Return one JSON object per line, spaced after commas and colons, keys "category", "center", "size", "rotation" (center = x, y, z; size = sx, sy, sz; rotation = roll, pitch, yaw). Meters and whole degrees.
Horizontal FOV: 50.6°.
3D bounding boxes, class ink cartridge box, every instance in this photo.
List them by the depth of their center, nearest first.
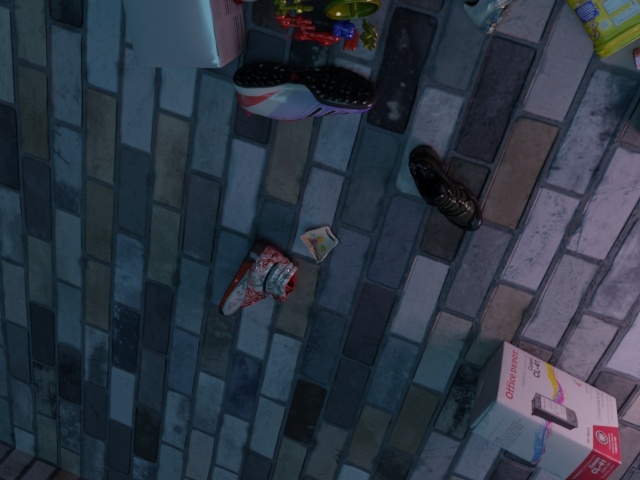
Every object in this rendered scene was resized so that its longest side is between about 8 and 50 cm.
{"category": "ink cartridge box", "center": [0.527, 0.407, 1.584], "size": [0.306, 0.226, 0.131], "rotation": [28, 125, 2]}

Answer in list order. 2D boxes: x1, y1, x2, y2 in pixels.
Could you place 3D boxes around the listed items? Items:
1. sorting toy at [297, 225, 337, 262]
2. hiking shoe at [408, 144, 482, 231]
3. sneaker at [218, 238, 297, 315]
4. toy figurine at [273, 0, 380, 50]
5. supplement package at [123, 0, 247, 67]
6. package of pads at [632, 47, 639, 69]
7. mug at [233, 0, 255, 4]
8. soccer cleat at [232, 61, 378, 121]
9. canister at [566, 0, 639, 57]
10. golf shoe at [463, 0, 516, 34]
{"category": "sorting toy", "center": [0.000, 0.000, 1.657], "size": [0.075, 0.045, 0.083], "rotation": [-28, 106, 24]}
{"category": "hiking shoe", "center": [0.260, -0.093, 1.454], "size": [0.227, 0.114, 0.086], "rotation": [46, 125, -10]}
{"category": "sneaker", "center": [-0.160, 0.134, 1.767], "size": [0.145, 0.090, 0.270], "rotation": [33, 123, 2]}
{"category": "toy figurine", "center": [0.026, -0.488, 1.215], "size": [0.191, 0.362, 0.217], "rotation": [9, 95, 2]}
{"category": "supplement package", "center": [-0.286, -0.504, 1.400], "size": [0.204, 0.145, 0.262], "rotation": [5, 120, 18]}
{"category": "package of pads", "center": [0.608, -0.335, 1.214], "size": [0.083, 0.050, 0.032], "rotation": [-9, 116, 25]}
{"category": "mug", "center": [-0.114, -0.509, 1.315], "size": [0.113, 0.169, 0.150], "rotation": [26, 125, 4]}
{"category": "soccer cleat", "center": [-0.031, -0.307, 1.460], "size": [0.318, 0.109, 0.116], "rotation": [9, 144, 13]}
{"category": "canister", "center": [0.504, -0.428, 1.186], "size": [0.126, 0.073, 0.170], "rotation": [-31, 104, 32]}
{"category": "golf shoe", "center": [0.334, -0.466, 1.235], "size": [0.086, 0.069, 0.176], "rotation": [42, 124, 0]}
